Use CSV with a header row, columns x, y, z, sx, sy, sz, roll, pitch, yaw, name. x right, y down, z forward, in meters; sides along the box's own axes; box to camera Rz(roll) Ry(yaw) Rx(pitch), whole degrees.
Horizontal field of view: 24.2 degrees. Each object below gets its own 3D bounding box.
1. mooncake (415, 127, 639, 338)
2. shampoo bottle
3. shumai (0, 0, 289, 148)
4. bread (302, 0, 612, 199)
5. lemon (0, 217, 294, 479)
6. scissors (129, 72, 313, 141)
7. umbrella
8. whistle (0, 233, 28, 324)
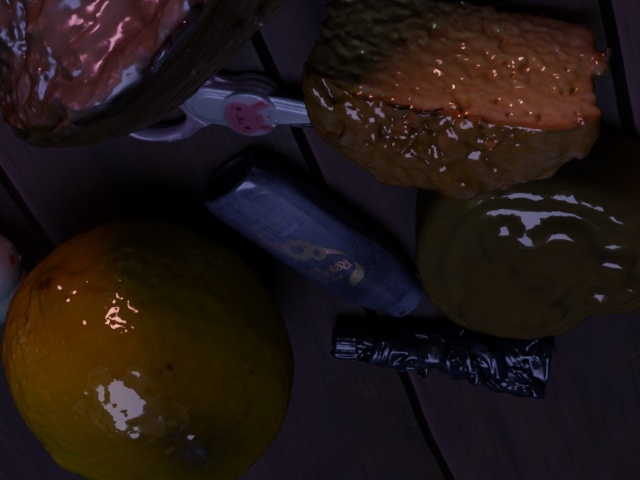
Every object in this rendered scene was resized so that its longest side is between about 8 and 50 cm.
x,y,z,sx,sy,sz,roll,pitch,yaw,name
0.186,-0.007,1.296,0.235,0.117,0.235,4,144,3,mooncake
0.000,0.000,1.379,0.234,0.049,0.087,34,136,-31,shampoo bottle
-0.164,-0.239,1.061,0.283,0.217,0.346,44,124,3,shumai
0.102,-0.111,1.169,0.229,0.143,0.139,11,151,2,bread
-0.158,0.109,1.380,0.284,0.260,0.260,30,136,-23,lemon
-0.061,-0.117,1.258,0.242,0.030,0.118,9,142,3,scissors
0.121,0.111,1.490,0.224,0.071,0.080,7,114,7,umbrella
-0.356,0.008,1.399,0.102,0.105,0.253,-2,149,40,whistle
